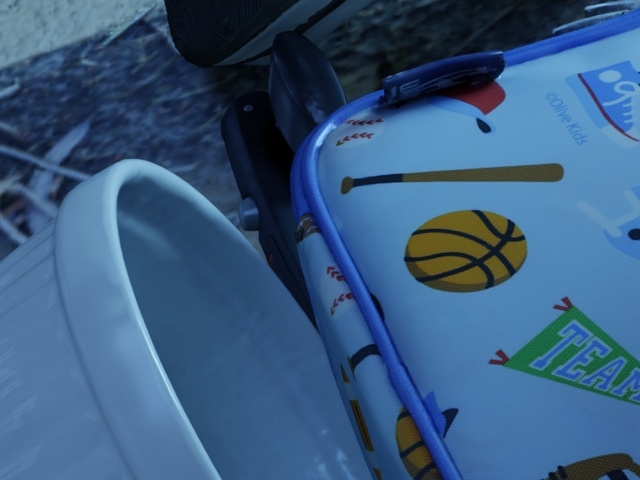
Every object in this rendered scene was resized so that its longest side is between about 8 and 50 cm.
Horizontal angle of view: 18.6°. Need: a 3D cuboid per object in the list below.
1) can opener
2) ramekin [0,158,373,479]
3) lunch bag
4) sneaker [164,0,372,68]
[{"bbox_3d":[0.000,0.000,0.796,0.059,0.073,0.186,-18,53,0],"label":"can opener"},{"bbox_3d":[-0.052,0.087,0.643,0.109,0.207,0.207,-31,43,11],"label":"ramekin"},{"bbox_3d":[0.132,0.035,0.638,0.243,0.115,0.303,-17,45,-6],"label":"lunch bag"},{"bbox_3d":[0.135,-0.195,0.839,0.447,0.257,0.169,-42,45,37],"label":"sneaker"}]
